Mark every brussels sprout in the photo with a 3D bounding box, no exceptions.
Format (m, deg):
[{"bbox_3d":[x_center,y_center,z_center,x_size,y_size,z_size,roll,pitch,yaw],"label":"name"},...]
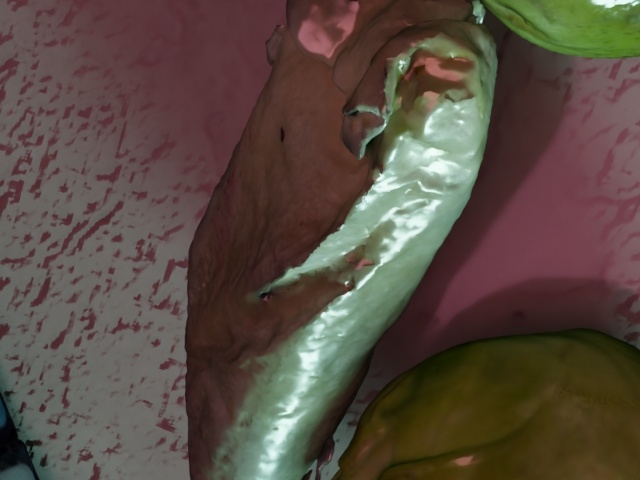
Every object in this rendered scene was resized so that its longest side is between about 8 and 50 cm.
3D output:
[{"bbox_3d":[0.111,0.147,0.674,0.223,0.161,0.223,1,100,8],"label":"brussels sprout"}]

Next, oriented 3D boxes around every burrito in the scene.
[{"bbox_3d":[-0.002,-0.007,0.674,0.107,0.175,0.348,9,126,-15],"label":"burrito"}]

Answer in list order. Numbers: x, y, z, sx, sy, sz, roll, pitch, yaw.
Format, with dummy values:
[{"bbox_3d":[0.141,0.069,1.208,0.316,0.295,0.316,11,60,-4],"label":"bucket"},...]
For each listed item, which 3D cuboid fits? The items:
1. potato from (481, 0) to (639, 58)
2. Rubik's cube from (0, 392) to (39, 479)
[{"bbox_3d":[0.165,-0.177,0.576,0.148,0.228,0.197,25,113,31],"label":"potato"},{"bbox_3d":[-0.373,0.258,0.742,0.362,0.363,0.359,-20,88,23],"label":"Rubik's cube"}]
